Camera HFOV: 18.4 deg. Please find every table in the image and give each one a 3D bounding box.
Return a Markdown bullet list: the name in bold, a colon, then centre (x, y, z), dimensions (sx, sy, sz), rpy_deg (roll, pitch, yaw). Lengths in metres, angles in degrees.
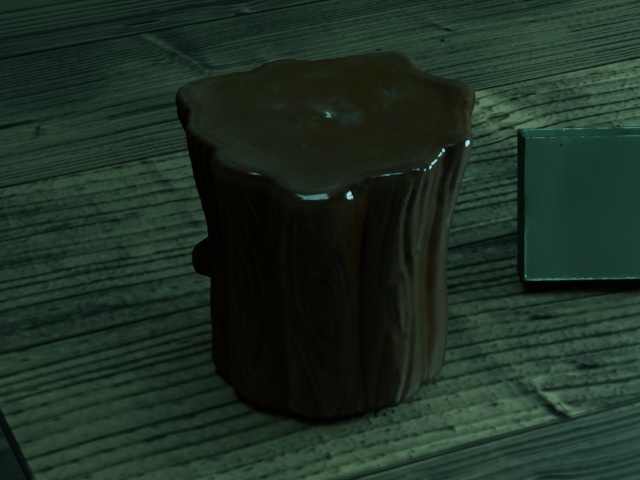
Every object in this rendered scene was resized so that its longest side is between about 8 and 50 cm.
- **table**: centre (0.279, -0.039, 1.627), dimensions (0.240, 0.121, 0.111), rpy_deg (-1, 14, -1)

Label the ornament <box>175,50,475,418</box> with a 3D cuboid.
- **ornament**: centre (0.000, 0.000, 1.457), dimensions (0.221, 0.217, 0.235), rpy_deg (7, 33, 12)
